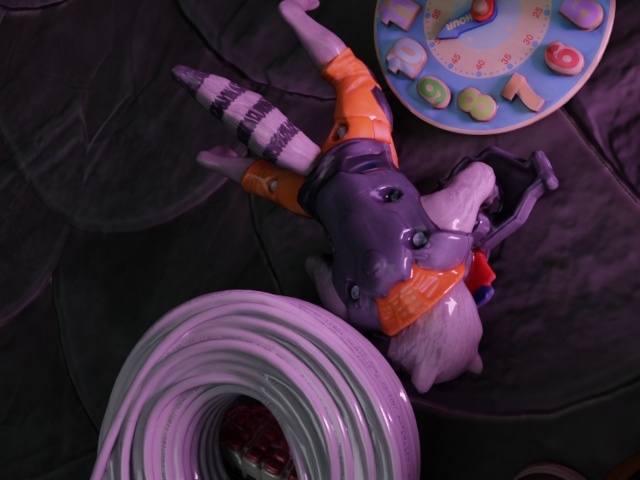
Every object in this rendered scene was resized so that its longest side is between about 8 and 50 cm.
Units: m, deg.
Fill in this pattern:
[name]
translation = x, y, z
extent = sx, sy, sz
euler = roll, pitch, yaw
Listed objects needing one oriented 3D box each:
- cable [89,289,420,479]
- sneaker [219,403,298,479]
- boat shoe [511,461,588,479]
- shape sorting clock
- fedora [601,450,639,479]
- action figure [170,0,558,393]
[cable]
translation = -0.050, 0.166, 0.549
extent = 0.257, 0.089, 0.257
euler = 15, 93, 26
[sneaker]
translation = 0.002, 0.241, 0.637
extent = 0.299, 0.120, 0.112
euler = 28, 107, 28
[boat shoe]
translation = 0.241, 0.277, 0.519
extent = 0.285, 0.092, 0.103
euler = 42, 107, 24
[shape sorting clock]
translation = 0.141, -0.193, 0.630
extent = 0.206, 0.040, 0.206
euler = -2, 86, 29
[fedora]
translation = 0.270, 0.178, 0.469
extent = 0.194, 0.194, 0.079
euler = -23, 89, 25
[action figure]
translation = 0.000, 0.000, 0.621
extent = 0.341, 0.178, 0.330
euler = -49, 64, 19
